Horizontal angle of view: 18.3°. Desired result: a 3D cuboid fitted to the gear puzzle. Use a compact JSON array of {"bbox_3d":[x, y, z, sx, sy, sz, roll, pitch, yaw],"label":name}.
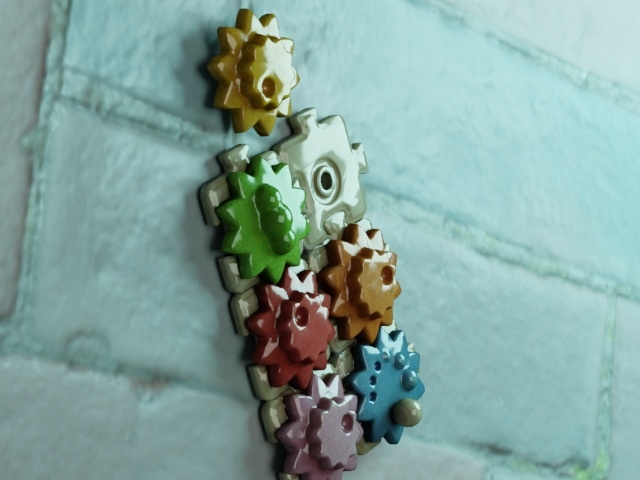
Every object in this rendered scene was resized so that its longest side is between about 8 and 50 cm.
[{"bbox_3d":[0.000,0.000,1.371,0.175,0.044,0.338,-32,113,-47],"label":"gear puzzle"}]
